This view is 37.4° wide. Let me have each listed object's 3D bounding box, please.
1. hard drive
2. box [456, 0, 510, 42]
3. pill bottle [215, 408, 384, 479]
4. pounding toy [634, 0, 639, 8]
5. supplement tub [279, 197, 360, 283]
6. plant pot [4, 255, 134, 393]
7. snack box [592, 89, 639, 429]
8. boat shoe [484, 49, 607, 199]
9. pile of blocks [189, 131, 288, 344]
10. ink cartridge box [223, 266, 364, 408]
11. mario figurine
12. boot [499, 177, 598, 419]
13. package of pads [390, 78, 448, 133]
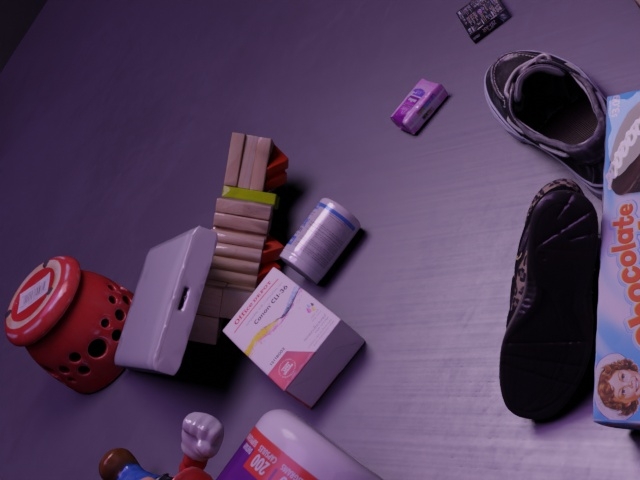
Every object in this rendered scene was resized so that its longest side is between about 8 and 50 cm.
[{"bbox_3d":[-0.235,0.095,1.404,0.307,0.040,0.203,-15,57,67],"label":"hard drive"},{"bbox_3d":[0.249,-0.347,1.452,0.067,0.018,0.083,-36,35,17],"label":"box"},{"bbox_3d":[-0.070,0.347,0.965,0.323,0.181,0.181,-54,34,-9],"label":"pill bottle"},{"bbox_3d":[0.388,-0.207,1.012,0.155,0.154,0.269,-35,27,18],"label":"pounding toy"},{"bbox_3d":[0.000,0.000,1.336,0.107,0.071,0.071,-52,34,-8],"label":"supplement tub"},{"bbox_3d":[-0.413,0.136,1.575,0.191,0.174,0.191,-28,41,27],"label":"plant pot"},{"bbox_3d":[0.348,0.010,0.848,0.187,0.060,0.322,-8,70,44],"label":"snack box"},{"bbox_3d":[0.283,-0.173,1.147,0.121,0.119,0.335,-44,34,7],"label":"boat shoe"},{"bbox_3d":[-0.106,0.000,1.450,0.112,0.149,0.362,10,65,3],"label":"pile of blocks"},{"bbox_3d":[-0.049,0.117,1.250,0.115,0.067,0.198,-51,43,-4],"label":"ink cartridge box"},{"bbox_3d":[-0.217,0.317,1.163,0.320,0.170,0.198,-13,81,52],"label":"mario figurine"},{"bbox_3d":[0.243,0.052,0.993,0.085,0.236,0.178,9,14,11],"label":"boot"},{"bbox_3d":[0.146,-0.201,1.409,0.083,0.032,0.050,-50,31,-3],"label":"package of pads"}]
